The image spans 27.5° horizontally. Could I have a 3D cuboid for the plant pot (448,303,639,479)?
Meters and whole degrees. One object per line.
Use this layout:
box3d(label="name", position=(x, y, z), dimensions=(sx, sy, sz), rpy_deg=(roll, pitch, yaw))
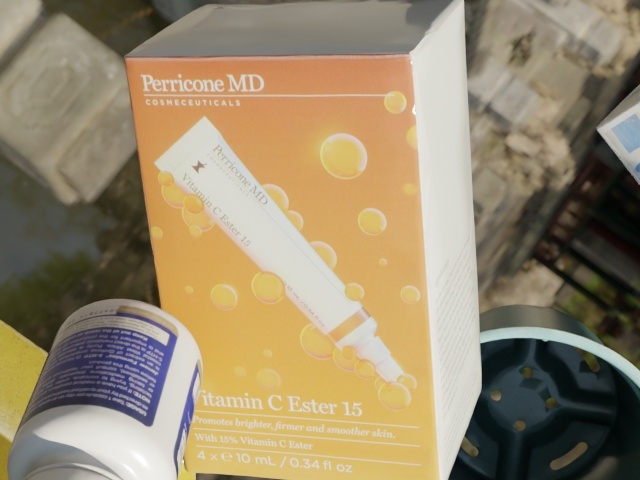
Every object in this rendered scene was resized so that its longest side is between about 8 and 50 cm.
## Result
box3d(label="plant pot", position=(0.241, 0.229, 1.546), dimensions=(0.341, 0.341, 0.334), rpy_deg=(-55, 179, 13))

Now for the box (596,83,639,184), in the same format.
box3d(label="box", position=(0.364, -0.121, 1.144), dimensions=(0.103, 0.114, 0.203), rpy_deg=(-40, -178, -38))

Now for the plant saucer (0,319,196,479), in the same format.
box3d(label="plant saucer", position=(-0.281, 0.244, 1.362), dimensions=(0.081, 0.332, 0.333), rpy_deg=(-47, 157, -33))

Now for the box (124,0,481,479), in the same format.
box3d(label="box", position=(0.000, 0.000, 1.010), dimensions=(0.168, 0.215, 0.345), rpy_deg=(-53, 141, -61))

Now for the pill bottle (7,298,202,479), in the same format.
box3d(label="pill bottle", position=(-0.146, 0.135, 0.874), dimensions=(0.112, 0.112, 0.187), rpy_deg=(-59, -168, 31))
